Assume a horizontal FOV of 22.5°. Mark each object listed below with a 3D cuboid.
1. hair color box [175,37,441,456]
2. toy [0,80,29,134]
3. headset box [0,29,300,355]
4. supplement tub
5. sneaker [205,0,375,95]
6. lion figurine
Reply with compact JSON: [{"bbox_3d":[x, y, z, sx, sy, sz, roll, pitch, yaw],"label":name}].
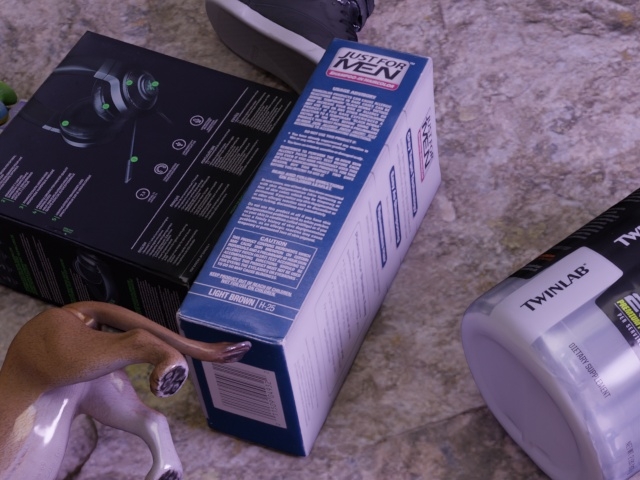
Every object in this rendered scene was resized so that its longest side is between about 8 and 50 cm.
[{"bbox_3d":[0.000,0.000,1.454,0.105,0.174,0.347,15,53,19],"label":"hair color box"},{"bbox_3d":[-0.379,-0.075,1.636,0.137,0.056,0.237,11,52,17],"label":"toy"},{"bbox_3d":[-0.177,-0.050,1.543,0.283,0.131,0.246,18,55,20],"label":"headset box"},{"bbox_3d":[0.292,0.055,1.353,0.316,0.193,0.193,-34,55,-15],"label":"supplement tub"},{"bbox_3d":[0.022,-0.216,1.674,0.147,0.104,0.296,-39,52,-17],"label":"sneaker"},{"bbox_3d":[-0.256,0.169,1.324,0.392,0.142,0.240,-44,50,-9],"label":"lion figurine"}]
